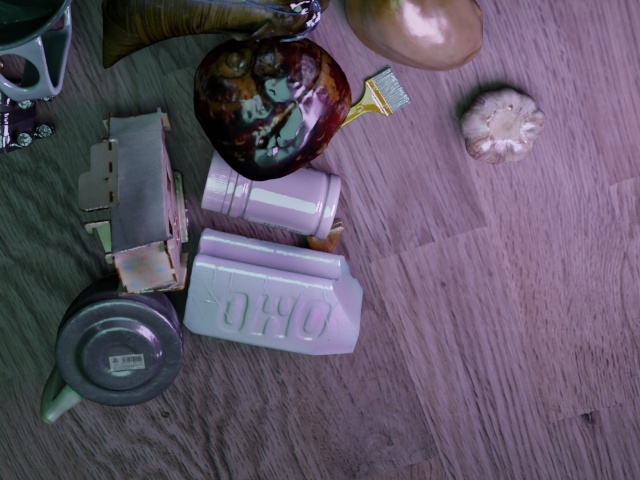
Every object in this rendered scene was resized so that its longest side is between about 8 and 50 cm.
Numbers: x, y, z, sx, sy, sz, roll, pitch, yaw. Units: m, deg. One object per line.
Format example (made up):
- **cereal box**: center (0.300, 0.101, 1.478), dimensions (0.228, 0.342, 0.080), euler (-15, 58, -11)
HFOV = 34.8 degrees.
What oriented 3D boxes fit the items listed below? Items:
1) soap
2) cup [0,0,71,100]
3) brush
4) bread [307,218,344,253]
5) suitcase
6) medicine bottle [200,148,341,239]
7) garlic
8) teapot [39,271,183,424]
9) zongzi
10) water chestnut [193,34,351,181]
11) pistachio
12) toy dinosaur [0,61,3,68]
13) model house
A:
- **soap**: center (-0.087, 0.113, 2.028), dimensions (0.347, 0.115, 0.208), euler (11, 130, -6)
- **cup**: center (-0.520, -0.455, 1.655), dimensions (0.310, 0.392, 0.401), euler (19, 111, -8)
- **brush**: center (0.066, -0.247, 1.955), dimensions (0.205, 0.011, 0.083), euler (-30, 111, 12)
- **bread**: center (0.000, 0.000, 2.041), dimensions (0.062, 0.043, 0.109), euler (20, 113, -11)
- **suitcase**: center (-0.658, -0.234, 1.855), dimensions (0.312, 0.202, 0.128), euler (2, 103, -1)
- **medicine bottle**: center (-0.095, -0.091, 1.954), dimensions (0.250, 0.133, 0.133), euler (13, 112, -7)
- **garlic**: center (0.339, -0.214, 1.924), dimensions (0.159, 0.102, 0.147), euler (-33, 96, 0)
- **teapot**: center (-0.401, 0.206, 2.024), dimensions (0.240, 0.239, 0.321), euler (14, 113, -13)
- **zongzi**: center (-0.195, -0.384, 1.749), dimensions (0.403, 0.208, 0.432), euler (28, 135, 7)
- **water chestnut**: center (-0.088, -0.247, 1.833), dimensions (0.289, 0.244, 0.289), euler (1, 111, 4)
- **pistachio**: center (0.171, -0.396, 1.821), dimensions (0.213, 0.163, 0.260), euler (-22, 127, 31)
- **toy dinosaur**: center (-0.687, -0.323, 1.903), dimensions (0.162, 0.039, 0.126), euler (-39, 109, 16)
- **model house**: center (-0.340, -0.048, 1.916), dimensions (0.169, 0.326, 0.244), euler (-9, 150, 1)
